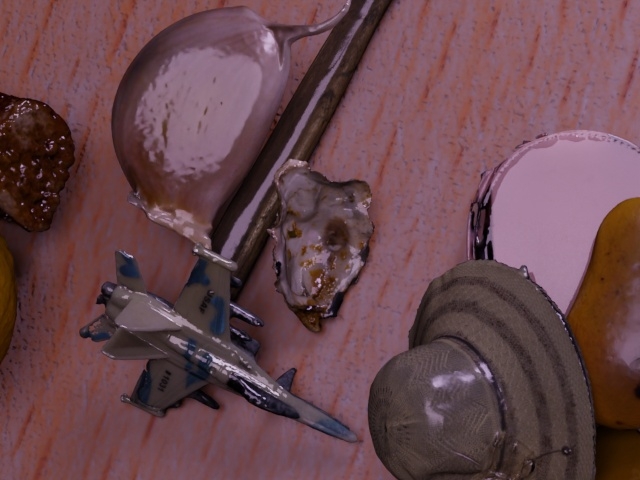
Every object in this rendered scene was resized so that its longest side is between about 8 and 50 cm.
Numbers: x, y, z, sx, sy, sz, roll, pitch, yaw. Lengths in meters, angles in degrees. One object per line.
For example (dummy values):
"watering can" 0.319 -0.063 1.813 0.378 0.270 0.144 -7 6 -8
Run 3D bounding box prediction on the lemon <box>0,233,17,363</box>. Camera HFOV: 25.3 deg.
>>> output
"lemon" -0.369 0.056 1.278 0.192 0.192 0.231 27 115 16

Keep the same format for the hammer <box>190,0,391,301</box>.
"hammer" 0.006 -0.145 1.311 0.168 0.044 0.440 27 86 15

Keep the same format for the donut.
"donut" -0.338 -0.092 1.351 0.186 0.144 0.126 17 75 43

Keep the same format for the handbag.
"handbag" 0.211 0.006 1.196 0.179 0.116 0.205 -3 84 8

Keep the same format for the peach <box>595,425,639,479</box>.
"peach" 0.307 0.242 1.119 0.251 0.153 0.251 0 77 -1

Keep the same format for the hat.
"hat" 0.098 0.139 1.123 0.110 0.252 0.252 -8 74 -29

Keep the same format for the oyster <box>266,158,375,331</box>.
"oyster" -0.007 0.007 1.276 0.103 0.051 0.148 12 89 -20

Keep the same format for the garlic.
"garlic" -0.096 -0.143 1.285 0.148 0.128 0.267 30 105 -4

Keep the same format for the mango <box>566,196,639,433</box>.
"mango" 0.249 0.059 1.087 0.115 0.090 0.178 19 84 10

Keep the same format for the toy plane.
"toy plane" -0.082 0.106 1.263 0.262 0.088 0.192 25 120 -7
